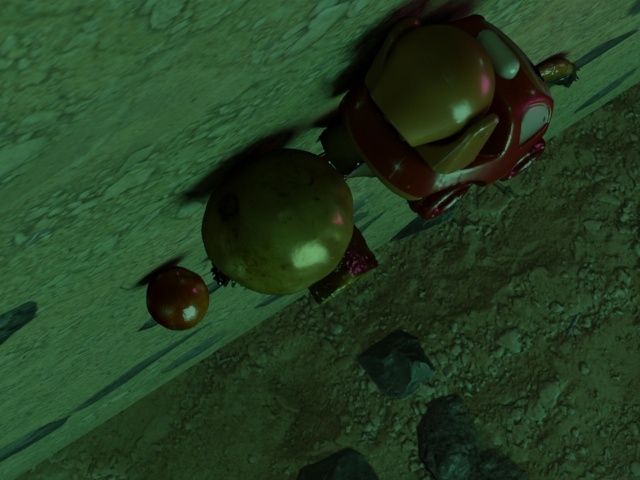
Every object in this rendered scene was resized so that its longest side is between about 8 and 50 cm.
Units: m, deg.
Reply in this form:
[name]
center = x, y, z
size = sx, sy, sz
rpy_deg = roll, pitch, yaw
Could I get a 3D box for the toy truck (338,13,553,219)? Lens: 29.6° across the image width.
[toy truck]
center = 0.154, -0.164, 1.338
size = 0.264, 0.189, 0.239
rpy_deg = -30, 165, -28

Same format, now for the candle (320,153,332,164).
[candle]
center = 0.034, -0.130, 1.725
size = 0.167, 0.021, 0.026
rpy_deg = -33, -176, -17

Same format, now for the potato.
[potato]
center = 0.096, -0.145, 1.568
size = 0.138, 0.098, 0.243
rpy_deg = -40, 165, 18

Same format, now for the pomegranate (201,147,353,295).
[pomegranate]
center = -0.041, -0.017, 1.458
size = 0.196, 0.196, 0.196
rpy_deg = -33, 174, -4

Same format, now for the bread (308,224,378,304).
[bread]
center = 0.000, 0.000, 1.859
size = 0.132, 0.172, 0.103
rpy_deg = -30, 173, -38

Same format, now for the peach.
[peach]
center = -0.214, 0.090, 1.804
size = 0.100, 0.101, 0.101
rpy_deg = -33, 174, -4

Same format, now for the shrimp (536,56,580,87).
[shrimp]
center = 0.418, -0.298, 2.297
size = 0.150, 0.051, 0.217
rpy_deg = -33, 167, 27

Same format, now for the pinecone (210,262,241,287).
[pinecone]
center = -0.137, 0.044, 1.972
size = 0.083, 0.077, 0.077
rpy_deg = -34, 174, 4
